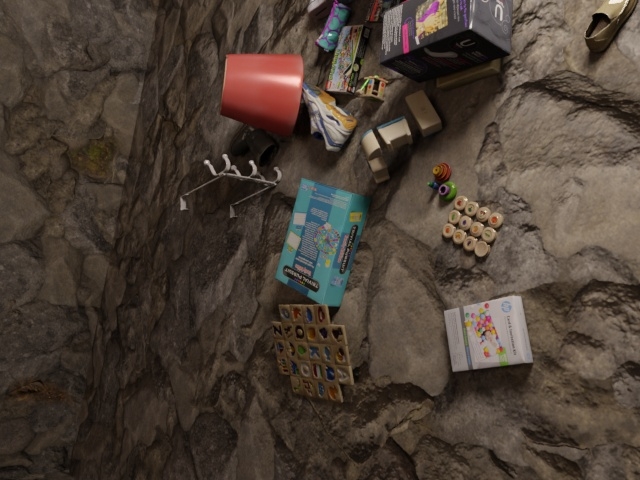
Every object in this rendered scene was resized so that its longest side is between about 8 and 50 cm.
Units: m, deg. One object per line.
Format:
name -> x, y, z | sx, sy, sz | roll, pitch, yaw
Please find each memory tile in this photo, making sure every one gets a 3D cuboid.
memory tile -> 0.359, -0.034, 1.333 | 0.148, 0.012, 0.113 | 37, 111, 47

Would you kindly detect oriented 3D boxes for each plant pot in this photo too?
plant pot -> -0.202, -0.495, 1.848 | 0.275, 0.244, 0.274 | -174, 90, -78

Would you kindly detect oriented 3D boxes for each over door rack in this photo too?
over door rack -> -0.330, -0.201, 2.011 | 0.324, 0.240, 0.108 | -32, 61, 41

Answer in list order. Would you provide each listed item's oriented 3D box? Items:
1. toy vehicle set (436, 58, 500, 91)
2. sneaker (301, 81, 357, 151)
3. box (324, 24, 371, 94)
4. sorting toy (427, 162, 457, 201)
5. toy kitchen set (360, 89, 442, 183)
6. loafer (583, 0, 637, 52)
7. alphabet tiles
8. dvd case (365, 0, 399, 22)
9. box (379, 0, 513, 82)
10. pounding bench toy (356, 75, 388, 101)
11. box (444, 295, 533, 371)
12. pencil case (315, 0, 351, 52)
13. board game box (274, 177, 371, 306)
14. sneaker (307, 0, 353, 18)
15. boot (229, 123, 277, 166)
toy vehicle set -> 0.370, -0.525, 1.400 | 0.166, 0.035, 0.266 | -5, 79, 49
sneaker -> -0.004, -0.392, 1.765 | 0.130, 0.112, 0.296 | -62, 40, 28
box -> 0.084, -0.563, 1.750 | 0.114, 0.036, 0.206 | 21, 99, 50
sorting toy -> 0.300, -0.147, 1.402 | 0.061, 0.042, 0.101 | -28, 62, 44
toy kitchen set -> 0.214, -0.276, 1.519 | 0.207, 0.166, 0.122 | -22, 60, 5
loafer -> 0.582, -0.455, 1.122 | 0.056, 0.050, 0.147 | 39, 112, 47
alphabet tiles -> -0.032, 0.330, 1.668 | 0.343, 0.011, 0.284 | -7, 93, 49
dvd case -> 0.187, -0.696, 1.673 | 0.119, 0.013, 0.087 | 27, 104, 50
box -> 0.293, -0.495, 1.326 | 0.271, 0.165, 0.143 | -2, 81, 50
pounding bench toy -> 0.145, -0.445, 1.616 | 0.052, 0.083, 0.065 | 15, 95, 51
box -> 0.370, 0.213, 1.250 | 0.186, 0.038, 0.145 | -21, 67, 45
pencil case -> 0.040, -0.687, 1.801 | 0.064, 0.070, 0.151 | 47, 117, 41
board game box -> 0.000, 0.000, 1.701 | 0.254, 0.079, 0.335 | 24, 101, 49
sneaker -> 0.042, -0.808, 1.805 | 0.258, 0.094, 0.091 | -5, 83, 50
boot -> -0.252, -0.339, 2.090 | 0.189, 0.076, 0.208 | -56, 52, 30
